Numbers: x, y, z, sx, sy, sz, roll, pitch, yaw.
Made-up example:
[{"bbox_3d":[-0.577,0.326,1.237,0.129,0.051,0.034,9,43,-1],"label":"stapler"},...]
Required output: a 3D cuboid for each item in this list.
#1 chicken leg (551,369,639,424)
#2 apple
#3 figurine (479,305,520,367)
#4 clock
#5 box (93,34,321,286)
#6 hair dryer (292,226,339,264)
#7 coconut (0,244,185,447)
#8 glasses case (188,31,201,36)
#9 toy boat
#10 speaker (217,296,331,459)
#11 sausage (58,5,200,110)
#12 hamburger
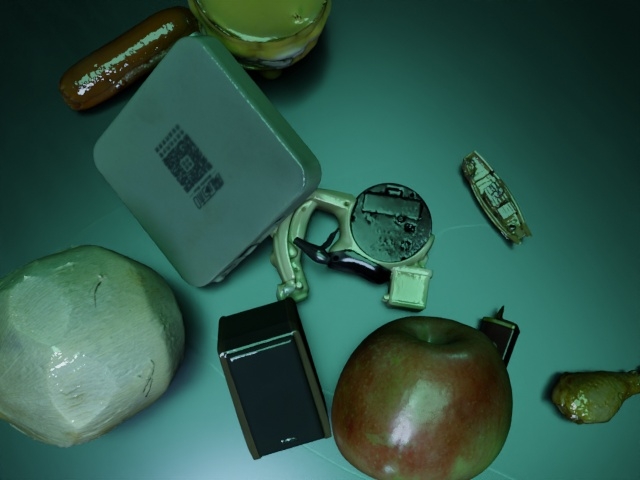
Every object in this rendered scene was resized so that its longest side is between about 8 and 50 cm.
[{"bbox_3d":[0.564,0.281,1.571,0.251,0.087,0.107,-18,93,-7],"label":"chicken leg"},{"bbox_3d":[0.179,0.279,1.458,0.319,0.319,0.277,3,95,2],"label":"apple"},{"bbox_3d":[0.327,0.198,1.599,0.098,0.082,0.154,16,82,24],"label":"figurine"},{"bbox_3d":[0.033,0.003,1.610,0.379,0.120,0.276,6,78,2],"label":"clock"},{"bbox_3d":[-0.222,-0.144,1.563,0.367,0.090,0.373,-42,84,29],"label":"box"},{"bbox_3d":[0.000,0.000,1.547,0.079,0.031,0.083,34,62,13],"label":"hair dryer"},{"bbox_3d":[-0.449,0.188,1.482,0.360,0.346,0.346,-20,80,-37],"label":"coconut"},{"bbox_3d":[-0.210,-0.262,1.671,0.128,0.083,0.308,-29,82,3],"label":"glasses case"},{"bbox_3d":[0.351,-0.085,1.634,0.064,0.072,0.206,-32,81,-1],"label":"toy boat"},{"bbox_3d":[-0.086,0.249,1.508,0.153,0.192,0.231,-16,107,0],"label":"speaker"},{"bbox_3d":[-0.388,-0.378,1.687,0.330,0.102,0.102,-33,82,-4],"label":"sausage"},{"bbox_3d":[-0.116,-0.451,1.624,0.276,0.237,0.276,1,74,-4],"label":"hamburger"}]
